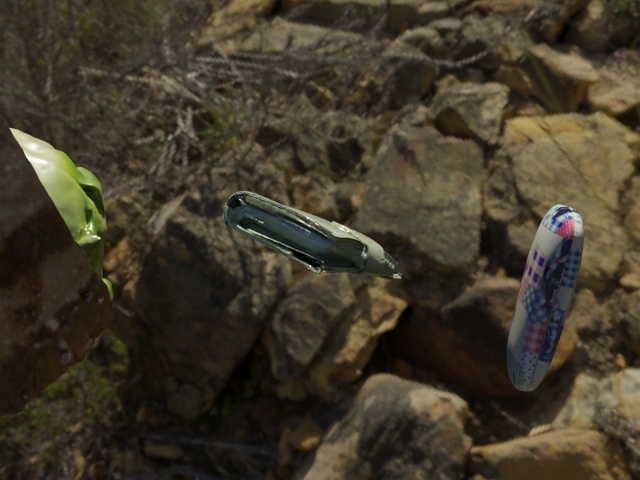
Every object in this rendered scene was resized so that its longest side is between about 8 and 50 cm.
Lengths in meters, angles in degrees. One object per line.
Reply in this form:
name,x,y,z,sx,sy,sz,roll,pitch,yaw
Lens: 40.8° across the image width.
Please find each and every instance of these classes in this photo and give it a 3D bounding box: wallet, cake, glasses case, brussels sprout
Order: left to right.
cake,-0.335,-0.003,0.712,0.199,0.293,0.196,-3,27,39
brussels sprout,-0.370,-0.005,1.067,0.227,0.294,0.259,-30,-7,-27
wallet,0.000,0.000,1.443,0.309,0.223,0.077,15,-83,-63
glasses case,0.380,0.100,1.467,0.125,0.076,0.327,-80,0,-74
